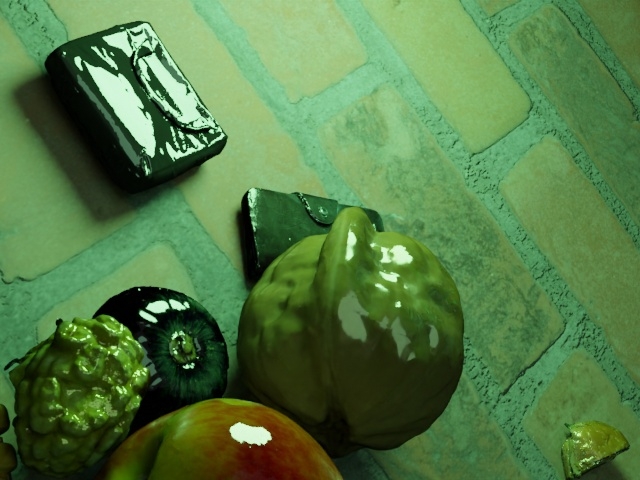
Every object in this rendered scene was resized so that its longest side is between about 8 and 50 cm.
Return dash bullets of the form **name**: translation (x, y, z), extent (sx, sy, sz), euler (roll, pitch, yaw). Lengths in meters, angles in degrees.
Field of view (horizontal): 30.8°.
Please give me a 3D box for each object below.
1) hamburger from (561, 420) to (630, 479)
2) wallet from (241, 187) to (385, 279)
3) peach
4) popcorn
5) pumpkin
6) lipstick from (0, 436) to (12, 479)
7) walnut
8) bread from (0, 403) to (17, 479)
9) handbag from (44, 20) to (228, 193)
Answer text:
- **hamburger**: translation (0.523, 0.388, 2.243), extent (0.176, 0.087, 0.102), euler (-15, 79, -40)
- **wallet**: translation (0.000, 0.000, 2.065), extent (0.318, 0.045, 0.172), euler (8, 63, -37)
- **peach**: translation (-0.126, 0.404, 1.533), extent (0.388, 0.388, 0.388), euler (19, 56, -30)
- **popcorn**: translation (-0.321, 0.199, 1.496), extent (0.169, 0.189, 0.218), euler (40, 60, -15)
- **pumpkin**: translation (-0.244, 0.177, 1.693), extent (0.233, 0.163, 0.233), euler (19, 57, -32)
- **lipstick**: translation (-0.416, 0.351, 1.554), extent (0.027, 0.027, 0.176), euler (-6, 72, -40)
- **walnut**: translation (0.055, 0.150, 1.831), extent (0.383, 0.383, 0.383), euler (19, 56, -30)
- **bread**: translation (-0.459, 0.284, 1.462), extent (0.121, 0.173, 0.311), euler (10, 64, -63)
- **handbag**: translation (-0.302, -0.222, 1.918), extent (0.275, 0.088, 0.244), euler (54, 43, 3)
